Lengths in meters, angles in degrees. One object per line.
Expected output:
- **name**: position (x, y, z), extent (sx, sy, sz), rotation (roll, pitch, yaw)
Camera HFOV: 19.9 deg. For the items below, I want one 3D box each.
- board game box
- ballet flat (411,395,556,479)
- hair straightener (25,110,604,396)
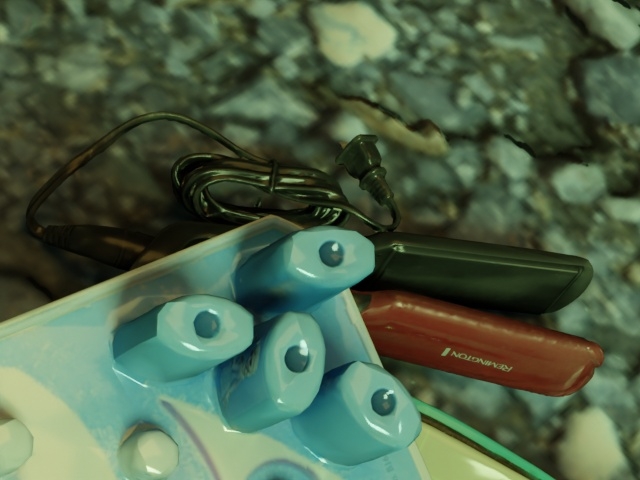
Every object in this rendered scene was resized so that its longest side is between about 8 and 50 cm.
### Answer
- **board game box**: position (-0.078, 0.229, 0.426), extent (0.390, 0.050, 0.390), rotation (-22, 88, -28)
- **ballet flat**: position (0.076, 0.120, 0.648), extent (0.248, 0.086, 0.086), rotation (24, 52, -7)
- **hair straightener**: position (0.000, 0.000, 0.721), extent (0.230, 0.047, 0.089), rotation (10, 54, -11)
